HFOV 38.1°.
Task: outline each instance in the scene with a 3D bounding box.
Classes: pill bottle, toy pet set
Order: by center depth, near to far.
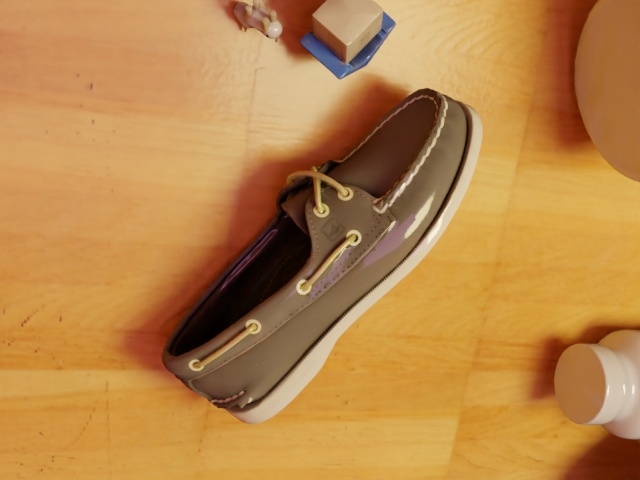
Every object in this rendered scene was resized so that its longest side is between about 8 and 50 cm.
[{"bbox_3d":[0.001,-0.184,0.683,0.114,0.065,0.122,44,83,7],"label":"toy pet set"},{"bbox_3d":[0.384,-0.155,0.778,0.302,0.169,0.169,-14,112,-17],"label":"pill bottle"},{"bbox_3d":[0.320,0.137,0.884,0.184,0.103,0.103,4,105,-24],"label":"pill bottle"}]

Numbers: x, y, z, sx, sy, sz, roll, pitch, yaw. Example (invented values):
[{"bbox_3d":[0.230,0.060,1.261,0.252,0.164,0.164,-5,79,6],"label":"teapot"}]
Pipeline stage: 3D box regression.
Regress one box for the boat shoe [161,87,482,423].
[{"bbox_3d":[0.002,0.002,0.703,0.091,0.109,0.305,36,95,-33],"label":"boat shoe"}]
